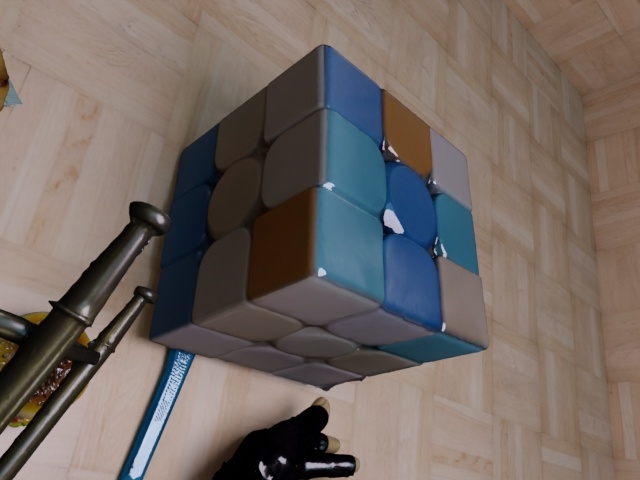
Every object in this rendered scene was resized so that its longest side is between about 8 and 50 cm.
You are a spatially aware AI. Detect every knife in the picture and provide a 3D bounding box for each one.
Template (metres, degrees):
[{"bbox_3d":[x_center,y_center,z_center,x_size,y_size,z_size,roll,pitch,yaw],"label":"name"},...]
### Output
[{"bbox_3d":[-0.219,0.210,0.806,0.044,0.026,0.296,37,56,-28],"label":"knife"}]

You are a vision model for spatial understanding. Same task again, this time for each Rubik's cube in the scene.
[{"bbox_3d":[0.000,0.000,0.844,0.347,0.347,0.344,27,52,-39],"label":"Rubik's cube"}]

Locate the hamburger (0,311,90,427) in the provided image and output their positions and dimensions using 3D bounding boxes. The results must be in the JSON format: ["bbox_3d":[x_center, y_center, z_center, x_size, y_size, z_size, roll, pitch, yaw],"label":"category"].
[{"bbox_3d":[-0.336,0.149,0.665,0.141,0.082,0.126,-16,89,-48],"label":"hamburger"}]

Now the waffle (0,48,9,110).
[{"bbox_3d":[-0.479,-0.282,0.614,0.224,0.098,0.327,2,60,-48],"label":"waffle"}]

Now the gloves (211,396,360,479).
[{"bbox_3d":[-0.045,0.341,0.851,0.301,0.152,0.197,13,89,-49],"label":"gloves"}]

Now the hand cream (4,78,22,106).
[{"bbox_3d":[-0.510,-0.169,0.620,0.331,0.058,0.085,-22,78,-52],"label":"hand cream"}]

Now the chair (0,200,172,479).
[{"bbox_3d":[-0.371,0.128,0.415,0.362,0.365,0.409,25,70,-10],"label":"chair"}]
